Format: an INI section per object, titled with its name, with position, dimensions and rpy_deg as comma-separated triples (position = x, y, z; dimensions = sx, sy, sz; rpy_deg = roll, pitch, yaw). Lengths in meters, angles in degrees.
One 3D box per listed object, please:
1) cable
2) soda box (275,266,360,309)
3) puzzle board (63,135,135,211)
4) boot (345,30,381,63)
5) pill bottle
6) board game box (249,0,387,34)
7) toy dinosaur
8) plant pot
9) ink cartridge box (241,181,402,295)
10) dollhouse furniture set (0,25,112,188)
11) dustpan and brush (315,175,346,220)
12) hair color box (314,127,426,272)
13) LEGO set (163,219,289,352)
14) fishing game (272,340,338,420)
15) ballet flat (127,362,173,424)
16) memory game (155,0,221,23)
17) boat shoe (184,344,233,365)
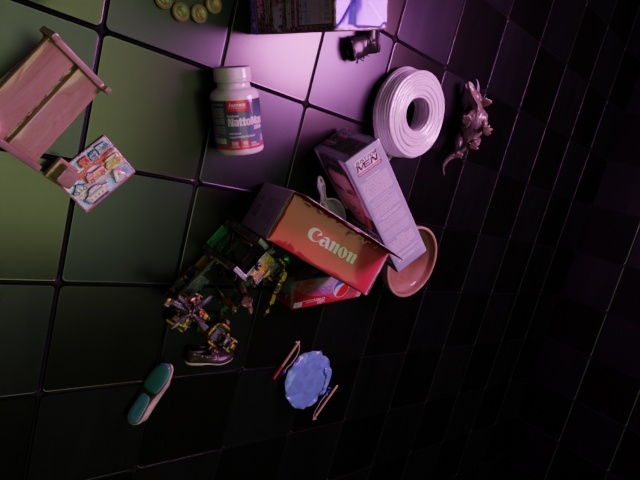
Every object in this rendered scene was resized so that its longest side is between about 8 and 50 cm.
[cable]
position = 0.260, -0.373, 1.408
dimensions = 0.257, 0.089, 0.257
rpy_deg = -33, 125, -26
[soda box]
position = 0.001, 0.126, 1.380
dimensions = 0.263, 0.092, 0.084
rpy_deg = -4, 109, -39
[puzzle board]
position = -0.448, -0.131, 0.952
dimensions = 0.128, 0.011, 0.096
rpy_deg = -46, 130, -17
[boot]
position = 0.108, -0.532, 1.249
dimensions = 0.099, 0.045, 0.121
rpy_deg = -28, 124, -26
[pill bottle]
position = -0.185, -0.286, 1.050
dimensions = 0.107, 0.107, 0.180
rpy_deg = -20, 118, -34
[board game box]
position = -0.015, -0.545, 0.967
dimensions = 0.141, 0.290, 0.232
rpy_deg = -19, 119, -35
[toy dinosaur]
position = 0.498, -0.358, 1.593
dimensions = 0.160, 0.120, 0.314
rpy_deg = -55, 158, -55
[plant pot]
position = 0.264, 0.056, 1.567
dimensions = 0.237, 0.109, 0.238
rpy_deg = -16, 115, -36
[ink cartridge box]
position = 0.000, 0.000, 1.161
dimensions = 0.309, 0.271, 0.130
rpy_deg = 30, 88, -27
[dollhouse furniture set]
position = -0.491, -0.317, 0.808
dimensions = 0.303, 0.173, 0.356
rpy_deg = -52, 153, -11
[dustpan and brush]
position = 0.008, -0.089, 1.323
dimensions = 0.147, 0.060, 0.211
rpy_deg = -34, 126, -26
[hair color box]
position = 0.139, -0.109, 1.312
dimensions = 0.113, 0.185, 0.375
rpy_deg = -36, 122, -10
[LEGO set]
position = -0.198, 0.122, 1.141
dimensions = 0.331, 0.192, 0.255
rpy_deg = -43, 129, -19
[fishing game]
position = -0.043, 0.432, 1.503
dimensions = 0.189, 0.041, 0.264
rpy_deg = -54, 127, -21
[ballet flat]
position = -0.408, 0.369, 1.166
dimensions = 0.168, 0.057, 0.052
rpy_deg = -55, 160, -5
[memory game]
position = -0.264, -0.532, 0.951
dimensions = 0.186, 0.012, 0.187
rpy_deg = -16, 116, -35
[boat shoe]
position = -0.282, 0.293, 1.235
dimensions = 0.132, 0.049, 0.042
rpy_deg = 8, 110, -37
